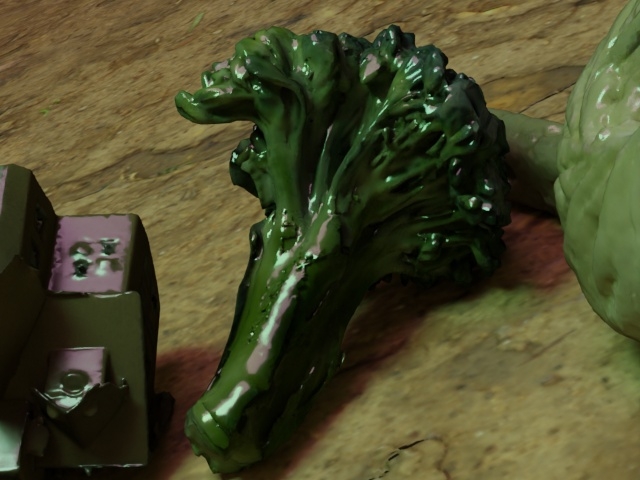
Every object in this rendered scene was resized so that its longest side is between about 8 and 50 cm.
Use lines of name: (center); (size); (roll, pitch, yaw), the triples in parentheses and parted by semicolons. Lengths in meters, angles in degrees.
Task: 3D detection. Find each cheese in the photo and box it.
cheese: (0.138, -0.050, 0.933); (0.043, 0.065, 0.194); (-29, 24, -22)

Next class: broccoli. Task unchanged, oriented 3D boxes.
broccoli: (-0.006, -0.018, 0.835); (0.177, 0.198, 0.275); (-3, 31, 49)

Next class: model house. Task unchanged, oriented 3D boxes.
model house: (-0.187, 0.102, 0.822); (0.181, 0.176, 0.248); (-4, 53, 4)

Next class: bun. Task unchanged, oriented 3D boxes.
bun: (0.216, -0.062, 0.726); (0.244, 0.153, 0.244); (-32, 41, 33)
